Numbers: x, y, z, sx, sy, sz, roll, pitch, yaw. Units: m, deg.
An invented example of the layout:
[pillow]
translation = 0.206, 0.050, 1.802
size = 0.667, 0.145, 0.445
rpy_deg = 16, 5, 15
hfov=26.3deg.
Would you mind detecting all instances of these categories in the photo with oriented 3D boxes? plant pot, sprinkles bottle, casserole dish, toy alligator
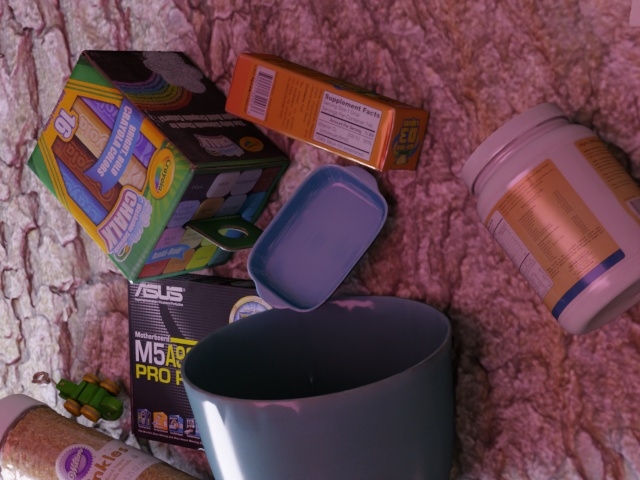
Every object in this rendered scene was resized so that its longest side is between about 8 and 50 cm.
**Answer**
[plant pot]
translation = 0.012, 0.220, 1.484
size = 0.293, 0.293, 0.235
rpy_deg = 3, 110, 37
[sprinkles bottle]
translation = -0.293, 0.315, 1.804
size = 0.355, 0.121, 0.121
rpy_deg = 19, 107, 29
[casserole dish]
translation = 0.000, 0.000, 1.564
size = 0.114, 0.037, 0.188
rpy_deg = 36, 86, 21
[toy alligator]
translation = -0.324, 0.217, 1.876
size = 0.189, 0.056, 0.051
rpy_deg = 10, 146, 42

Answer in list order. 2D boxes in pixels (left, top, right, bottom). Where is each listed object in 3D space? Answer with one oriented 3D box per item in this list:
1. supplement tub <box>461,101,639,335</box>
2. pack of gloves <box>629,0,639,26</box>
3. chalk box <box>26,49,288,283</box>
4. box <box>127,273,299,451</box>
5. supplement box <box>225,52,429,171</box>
[supplement tub]
translation = 0.246, -0.023, 1.351
size = 0.144, 0.144, 0.200
rpy_deg = -47, 69, 32
[pack of gloves]
translation = 0.395, -0.288, 1.265
size = 0.232, 0.046, 0.195
rpy_deg = 11, 102, 36
[chalk box]
translation = -0.177, -0.073, 1.640
size = 0.289, 0.180, 0.179
rpy_deg = 47, 121, 24
[box]
translation = -0.125, 0.155, 1.707
size = 0.270, 0.060, 0.216
rpy_deg = 5, 100, 36
[supplement box]
translation = 0.005, -0.147, 1.557
size = 0.233, 0.078, 0.080
rpy_deg = 26, 108, 31
